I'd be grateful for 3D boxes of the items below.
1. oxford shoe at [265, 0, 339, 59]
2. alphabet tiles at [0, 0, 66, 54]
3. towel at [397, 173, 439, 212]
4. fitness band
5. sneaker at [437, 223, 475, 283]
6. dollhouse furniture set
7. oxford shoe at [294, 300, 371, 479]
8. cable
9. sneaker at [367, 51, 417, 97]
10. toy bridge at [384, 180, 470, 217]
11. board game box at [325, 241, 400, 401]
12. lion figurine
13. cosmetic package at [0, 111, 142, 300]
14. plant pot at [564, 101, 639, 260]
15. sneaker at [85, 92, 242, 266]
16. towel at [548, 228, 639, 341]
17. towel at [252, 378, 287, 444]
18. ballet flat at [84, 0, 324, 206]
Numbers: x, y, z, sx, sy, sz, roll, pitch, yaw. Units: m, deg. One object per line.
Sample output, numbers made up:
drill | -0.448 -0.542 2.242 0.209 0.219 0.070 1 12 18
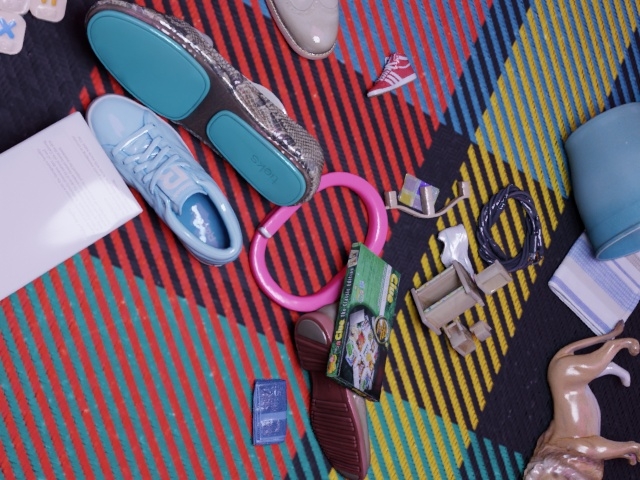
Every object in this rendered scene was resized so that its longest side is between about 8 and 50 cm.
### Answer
oxford shoe | -0.034 -0.533 1.421 0.140 0.146 0.397 -14 95 -20
alphabet tiles | -0.562 -0.457 1.293 0.283 0.021 0.278 9 87 -20
towel | 0.197 -0.093 1.574 0.083 0.009 0.060 25 80 -18
fitness band | 0.000 0.000 1.478 0.291 0.054 0.209 -45 104 -14
sneaker | 0.274 0.046 1.585 0.061 0.053 0.152 -12 91 -4
dollhouse furniture set | 0.302 0.113 1.539 0.181 0.101 0.161 -36 128 17
oxford shoe | 0.056 0.282 1.464 0.130 0.122 0.349 -25 111 -44
cable | 0.392 -0.027 1.632 0.150 0.047 0.185 -7 94 -15
sneaker | 0.131 -0.327 1.535 0.118 0.042 0.067 -29 103 -26
toy bridge | 0.213 -0.077 1.560 0.188 0.026 0.063 -9 94 -20
board game box | 0.082 0.148 1.424 0.136 0.030 0.260 37 54 -37
lion figurine | 0.540 0.360 1.640 0.240 0.142 0.393 0 74 6
cosmetic package | -0.495 -0.027 1.243 0.365 0.155 0.197 -33 100 -17
plant pot | 0.637 -0.130 1.604 0.271 0.272 0.255 -14 70 -20
sneaker | -0.252 -0.110 1.335 0.135 0.150 0.366 -46 104 -16
towel | 0.637 0.056 1.723 0.209 0.034 0.285 42 75 -13
towel | -0.093 0.318 1.453 0.067 0.029 0.120 1 89 -21
ballet flat | -0.183 -0.254 1.365 0.482 0.164 0.182 39 39 -18
